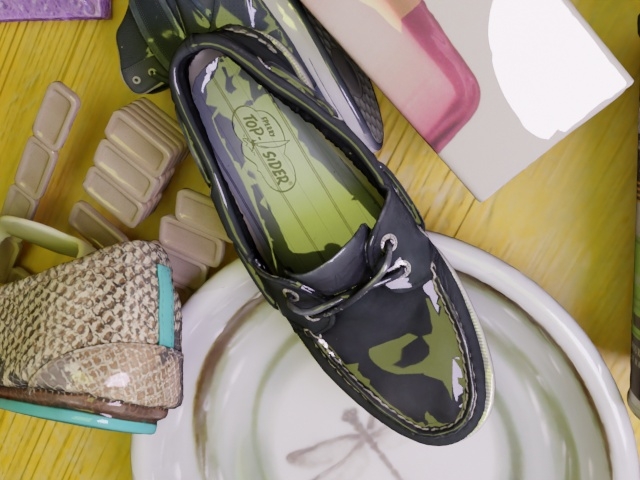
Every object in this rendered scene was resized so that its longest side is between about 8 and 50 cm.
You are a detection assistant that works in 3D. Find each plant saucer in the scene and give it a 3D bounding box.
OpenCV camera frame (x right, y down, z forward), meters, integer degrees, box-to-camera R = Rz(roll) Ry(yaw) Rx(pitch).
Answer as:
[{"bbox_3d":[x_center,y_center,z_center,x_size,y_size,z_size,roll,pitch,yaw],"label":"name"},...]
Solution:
[{"bbox_3d":[0.047,0.180,0.670,0.401,0.100,0.400,2,98,13],"label":"plant saucer"}]

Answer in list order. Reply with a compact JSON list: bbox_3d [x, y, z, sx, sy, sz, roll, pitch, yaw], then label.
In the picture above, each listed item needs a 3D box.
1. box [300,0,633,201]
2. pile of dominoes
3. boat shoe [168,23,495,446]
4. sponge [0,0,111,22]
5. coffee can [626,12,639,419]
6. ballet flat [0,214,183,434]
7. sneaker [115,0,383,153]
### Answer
[{"bbox_3d":[0.079,-0.165,0.564,0.127,0.148,0.232,-40,103,16],"label":"box"},{"bbox_3d":[-0.181,-0.004,0.708,0.196,0.040,0.251,39,126,3],"label":"pile of dominoes"},{"bbox_3d":[0.003,-0.003,0.547,0.127,0.113,0.340,-28,86,12],"label":"boat shoe"},{"bbox_3d":[-0.286,-0.253,0.718,0.210,0.031,0.117,1,98,11],"label":"sponge"},{"bbox_3d":[0.313,-0.016,0.533,0.202,0.201,0.275,0,98,12],"label":"coffee can"},{"bbox_3d":[-0.309,0.073,0.696,0.483,0.164,0.182,-8,70,29],"label":"ballet flat"},{"bbox_3d":[-0.063,-0.137,0.662,0.163,0.086,0.226,-32,99,23],"label":"sneaker"}]
